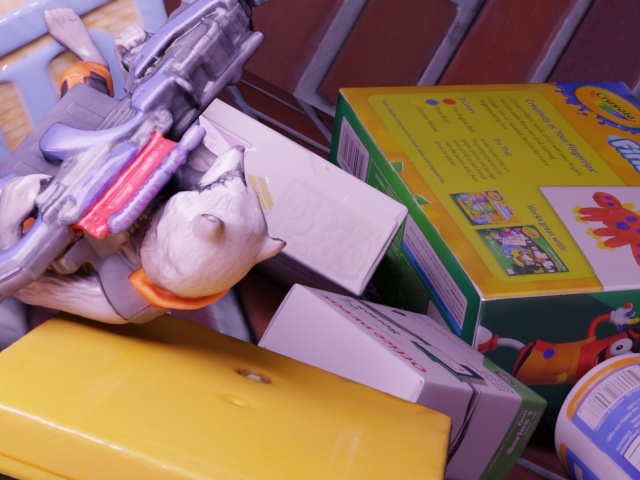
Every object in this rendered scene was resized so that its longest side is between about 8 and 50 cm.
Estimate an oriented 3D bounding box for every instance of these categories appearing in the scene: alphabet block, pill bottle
[{"bbox_3d":[-0.244,-0.159,1.393,0.197,0.193,0.192,42,-27,45],"label":"alphabet block"},{"bbox_3d":[0.342,0.226,1.539,0.152,0.152,0.272,24,11,-29],"label":"pill bottle"}]

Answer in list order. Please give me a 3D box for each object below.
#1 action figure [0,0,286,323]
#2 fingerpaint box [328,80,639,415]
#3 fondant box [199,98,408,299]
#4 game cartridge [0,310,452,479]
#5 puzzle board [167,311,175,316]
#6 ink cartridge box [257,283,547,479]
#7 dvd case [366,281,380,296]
[{"bbox_3d":[-0.120,-0.062,1.166,0.330,0.341,0.178,33,-15,52],"label":"action figure"},{"bbox_3d":[0.248,-0.003,1.814,0.371,0.163,0.445,-4,33,-19],"label":"fingerpaint box"},{"bbox_3d":[-0.050,-0.028,1.612,0.238,0.096,0.330,30,-8,2],"label":"fondant box"},{"bbox_3d":[-0.060,0.124,1.063,0.285,0.052,0.323,20,11,4],"label":"game cartridge"},{"bbox_3d":[-0.177,0.042,1.377,0.096,0.011,0.128,35,10,27],"label":"puzzle board"},{"bbox_3d":[0.067,0.125,1.421,0.160,0.092,0.219,35,11,33],"label":"ink cartridge box"},{"bbox_3d":[0.000,0.000,2.096,0.164,0.018,0.221,28,10,-9],"label":"dvd case"}]
